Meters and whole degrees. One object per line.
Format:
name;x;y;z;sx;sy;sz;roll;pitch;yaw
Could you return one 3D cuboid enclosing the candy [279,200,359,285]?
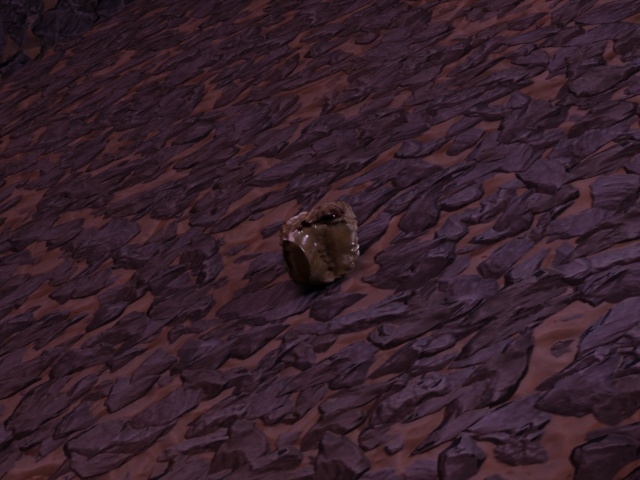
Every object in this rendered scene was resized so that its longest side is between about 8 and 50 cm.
candy;0.000;0.000;1.801;0.095;0.085;0.110;-16;19;-1
